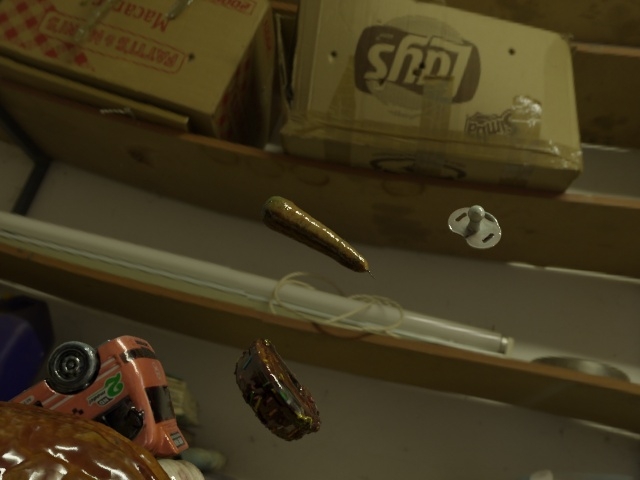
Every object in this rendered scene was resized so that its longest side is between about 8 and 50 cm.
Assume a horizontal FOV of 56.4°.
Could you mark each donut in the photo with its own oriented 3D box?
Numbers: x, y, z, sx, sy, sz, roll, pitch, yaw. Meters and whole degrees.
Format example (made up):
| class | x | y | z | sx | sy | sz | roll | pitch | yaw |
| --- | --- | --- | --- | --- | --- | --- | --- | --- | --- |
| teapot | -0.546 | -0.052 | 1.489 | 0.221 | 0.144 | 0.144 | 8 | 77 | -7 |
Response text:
| class | x | y | z | sx | sy | sz | roll | pitch | yaw |
| --- | --- | --- | --- | --- | --- | --- | --- | --- | --- |
| donut | -0.091 | 0.321 | 1.244 | 0.230 | 0.096 | 0.216 | 54 | 1 | -22 |

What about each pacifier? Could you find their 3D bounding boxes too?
| class | x | y | z | sx | sy | sz | roll | pitch | yaw |
| --- | --- | --- | --- | --- | --- | --- | --- | --- | --- |
| pacifier | 0.274 | -0.034 | 1.047 | 0.099 | 0.081 | 0.078 | 42 | -20 | 33 |

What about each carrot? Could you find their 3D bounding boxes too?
| class | x | y | z | sx | sy | sz | roll | pitch | yaw |
| --- | --- | --- | --- | --- | --- | --- | --- | --- | --- |
| carrot | 0.000 | 0.000 | 1.266 | 0.298 | 0.078 | 0.078 | 33 | -17 | 18 |

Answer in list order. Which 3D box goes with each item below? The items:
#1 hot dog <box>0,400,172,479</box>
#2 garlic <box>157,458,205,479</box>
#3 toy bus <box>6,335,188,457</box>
| class | x | y | z | sx | sy | sz | roll | pitch | yaw |
| --- | --- | --- | --- | --- | --- | --- | --- | --- | --- |
| hot dog | -0.291 | 0.257 | 0.443 | 0.387 | 0.267 | 0.174 | 15 | -12 | -23 |
| garlic | -0.297 | 0.554 | 1.102 | 0.253 | 0.245 | 0.245 | 43 | -5 | 33 |
| toy bus | -0.436 | 0.339 | 0.949 | 0.233 | 0.426 | 0.203 | 56 | -9 | 10 |
